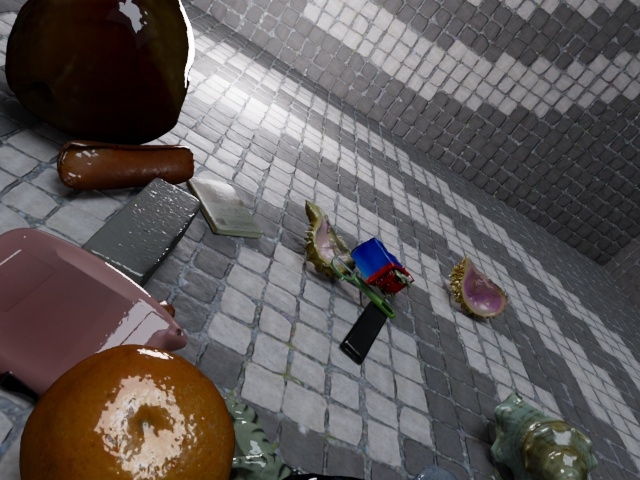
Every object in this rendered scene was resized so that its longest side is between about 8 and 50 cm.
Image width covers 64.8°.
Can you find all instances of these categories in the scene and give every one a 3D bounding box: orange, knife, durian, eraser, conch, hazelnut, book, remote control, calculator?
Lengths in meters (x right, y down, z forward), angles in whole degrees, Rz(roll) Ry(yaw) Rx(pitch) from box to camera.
[{"bbox_3d":[-0.209,0.228,0.561,0.224,0.170,0.224,20,51,-27],"label":"orange"},{"bbox_3d":[0.103,0.119,1.212,0.212,0.015,0.054,44,45,-7],"label":"knife"},{"bbox_3d":[0.477,0.151,1.559,0.182,0.132,0.165,29,36,-38],"label":"durian"},{"bbox_3d":[-0.328,0.002,0.916,0.111,0.077,0.352,28,28,-8],"label":"eraser"},{"bbox_3d":[0.437,0.423,1.061,0.203,0.169,0.386,59,-8,-2],"label":"conch"},{"bbox_3d":[-0.458,-0.415,1.111,0.402,0.402,0.429,25,40,-21],"label":"hazelnut"},{"bbox_3d":[-0.235,-0.082,1.224,0.138,0.016,0.199,5,39,-46],"label":"book"},{"bbox_3d":[0.109,0.202,1.160,0.063,0.025,0.245,43,27,3],"label":"remote control"},{"bbox_3d":[-0.002,0.004,1.269,0.140,0.078,0.224,-11,71,-43],"label":"durian"},{"bbox_3d":[-0.362,0.101,0.693,0.329,0.048,0.220,32,45,1],"label":"calculator"}]

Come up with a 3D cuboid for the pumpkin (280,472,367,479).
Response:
[{"bbox_3d":[0.011,0.402,0.451,0.363,0.266,0.363,24,33,-16],"label":"pumpkin"}]

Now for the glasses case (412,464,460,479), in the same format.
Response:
[{"bbox_3d":[0.260,0.492,0.816,0.282,0.067,0.109,47,31,17],"label":"glasses case"}]

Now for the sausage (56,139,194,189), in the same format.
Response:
[{"bbox_3d":[-0.401,-0.157,1.065,0.102,0.102,0.330,45,28,18],"label":"sausage"}]

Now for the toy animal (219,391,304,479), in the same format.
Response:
[{"bbox_3d":[-0.097,0.302,0.708,0.176,0.073,0.217,20,25,-40],"label":"toy animal"}]

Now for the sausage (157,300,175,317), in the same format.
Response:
[{"bbox_3d":[-0.284,0.127,0.797,0.039,0.041,0.131,39,26,19],"label":"sausage"}]

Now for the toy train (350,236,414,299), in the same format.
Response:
[{"bbox_3d":[0.164,0.076,1.279,0.131,0.082,0.204,57,12,22],"label":"toy train"}]
